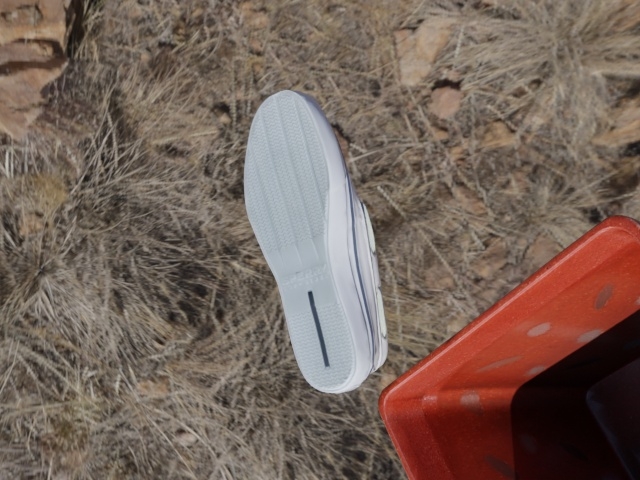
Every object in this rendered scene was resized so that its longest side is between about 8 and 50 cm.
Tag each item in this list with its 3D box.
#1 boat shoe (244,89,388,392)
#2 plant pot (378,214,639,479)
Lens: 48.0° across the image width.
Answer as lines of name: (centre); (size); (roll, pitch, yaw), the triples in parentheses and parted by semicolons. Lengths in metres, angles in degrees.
boat shoe: (0.000, 0.000, 0.555); (0.076, 0.083, 0.226); (-8, 89, -59)
plant pot: (0.252, 0.166, 0.548); (0.235, 0.267, 0.267); (2, 53, -42)
